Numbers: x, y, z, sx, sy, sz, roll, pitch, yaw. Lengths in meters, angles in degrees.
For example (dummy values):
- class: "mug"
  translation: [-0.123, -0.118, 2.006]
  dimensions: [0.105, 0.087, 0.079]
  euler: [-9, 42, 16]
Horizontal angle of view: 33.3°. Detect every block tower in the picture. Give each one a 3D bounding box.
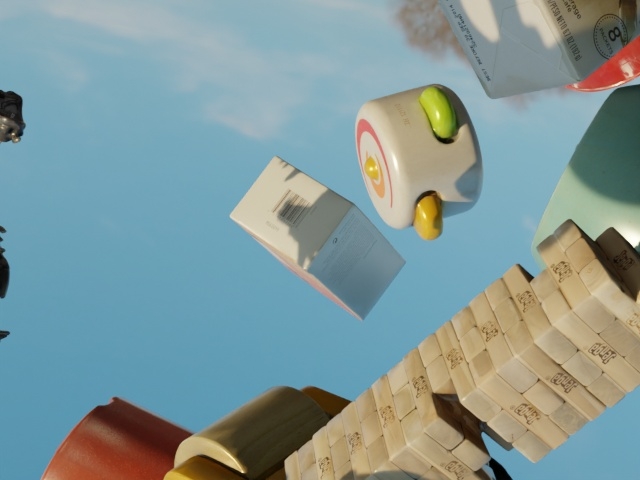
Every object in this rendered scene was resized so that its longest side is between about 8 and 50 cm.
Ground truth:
- class: "block tower"
  translation: [0.109, 0.126, 0.793]
  dimensions: [0.091, 0.335, 0.097]
  euler: [40, -163, -23]

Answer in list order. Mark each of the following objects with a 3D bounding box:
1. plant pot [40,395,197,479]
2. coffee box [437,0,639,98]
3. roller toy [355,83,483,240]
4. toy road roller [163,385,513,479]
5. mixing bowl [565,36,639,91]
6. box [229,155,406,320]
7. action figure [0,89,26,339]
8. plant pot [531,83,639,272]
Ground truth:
- class: "plant pot"
  translation: [-0.196, 0.344, 1.330]
  dimensions: [0.265, 0.272, 0.272]
  euler: [27, -152, 14]
- class: "coffee box"
  translation: [0.231, -0.265, 0.857]
  dimensions: [0.297, 0.168, 0.119]
  euler: [-38, -163, -22]
- class: "roller toy"
  translation: [0.133, -0.116, 1.533]
  dimensions: [0.146, 0.209, 0.191]
  euler: [-16, -164, -11]
- class: "toy road roller"
  translation: [0.018, 0.311, 1.042]
  dimensions: [0.329, 0.241, 0.202]
  euler: [21, -150, 34]
- class: "mixing bowl"
  translation: [0.305, -0.267, 1.178]
  dimensions: [0.098, 0.181, 0.181]
  euler: [36, -172, -39]
- class: "box"
  translation: [0.000, 0.000, 1.233]
  dimensions: [0.130, 0.091, 0.170]
  euler: [33, 173, 34]
- class: "action figure"
  translation: [-0.336, -0.003, 0.911]
  dimensions: [0.164, 0.276, 0.141]
  euler: [10, -176, -43]
- class: "plant pot"
  translation: [0.345, -0.016, 1.016]
  dimensions: [0.235, 0.293, 0.293]
  euler: [29, -152, 16]
